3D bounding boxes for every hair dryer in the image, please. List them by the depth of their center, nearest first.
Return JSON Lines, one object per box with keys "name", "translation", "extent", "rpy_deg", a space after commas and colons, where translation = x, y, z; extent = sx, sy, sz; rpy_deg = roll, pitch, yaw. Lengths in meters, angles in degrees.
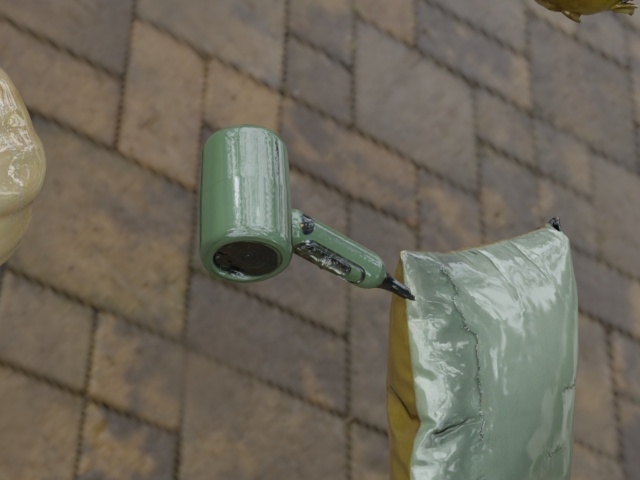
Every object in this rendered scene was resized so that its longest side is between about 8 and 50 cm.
{"name": "hair dryer", "translation": [0.000, 0.000, 0.918], "extent": [0.150, 0.047, 0.071], "rpy_deg": [27, 48, -36]}

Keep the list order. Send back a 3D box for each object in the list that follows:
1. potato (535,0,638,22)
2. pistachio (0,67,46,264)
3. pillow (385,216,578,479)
{"name": "potato", "translation": [0.240, -0.314, 1.348], "extent": [0.173, 0.300, 0.140], "rpy_deg": [7, 24, -43]}
{"name": "pistachio", "translation": [-0.386, -0.068, 1.528], "extent": [0.238, 0.321, 0.229], "rpy_deg": [-30, 122, -66]}
{"name": "pillow", "translation": [0.152, 0.144, 1.627], "extent": [0.310, 0.119, 0.312], "rpy_deg": [-7, 100, -54]}
